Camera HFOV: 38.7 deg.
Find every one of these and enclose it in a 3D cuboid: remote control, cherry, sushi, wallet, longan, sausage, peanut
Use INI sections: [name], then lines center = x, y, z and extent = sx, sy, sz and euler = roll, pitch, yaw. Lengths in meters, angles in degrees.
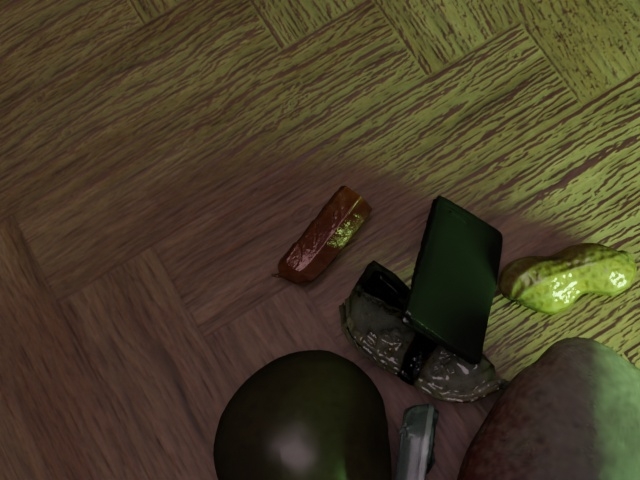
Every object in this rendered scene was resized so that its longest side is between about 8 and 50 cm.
[remote control]
center = 0.118, 0.338, 1.208
extent = 0.052, 0.104, 0.247
euler = 9, 76, 8
[cherry]
center = 0.336, 0.306, 1.100
extent = 0.326, 0.291, 0.335
euler = 21, 64, 29
[sushi]
center = 0.142, 0.156, 1.258
extent = 0.273, 0.134, 0.109
euler = 40, 97, -1
[wallet]
center = 0.186, 0.046, 1.238
extent = 0.124, 0.025, 0.244
euler = 31, 45, -10
[longan]
center = -0.018, 0.264, 1.186
extent = 0.246, 0.215, 0.246
euler = -1, 95, -12
[sausage]
center = 0.001, 0.000, 1.329
extent = 0.065, 0.065, 0.169
euler = 37, 82, 14
[peanut]
center = 0.345, 0.052, 1.269
extent = 0.192, 0.089, 0.089
euler = -14, 75, 3
